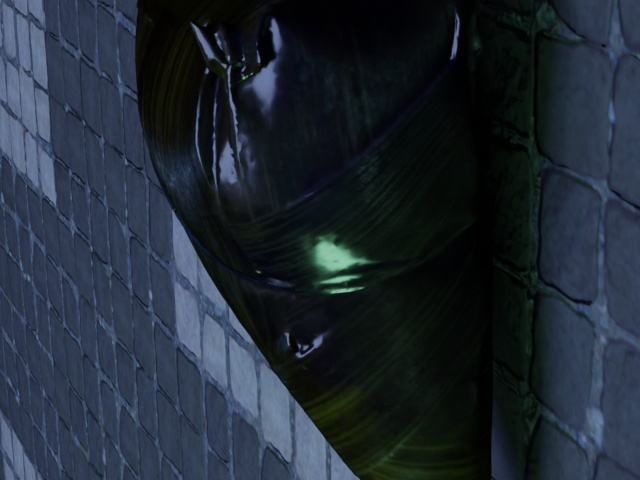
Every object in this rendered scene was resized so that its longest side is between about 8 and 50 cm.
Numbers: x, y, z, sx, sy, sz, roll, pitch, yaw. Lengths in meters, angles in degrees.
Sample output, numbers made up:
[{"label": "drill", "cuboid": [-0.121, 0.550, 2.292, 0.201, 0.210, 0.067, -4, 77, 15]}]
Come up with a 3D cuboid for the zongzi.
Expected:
[{"label": "zongzi", "cuboid": [0.000, 0.000, 1.202, 0.403, 0.208, 0.432, -138, 32, -65]}]
